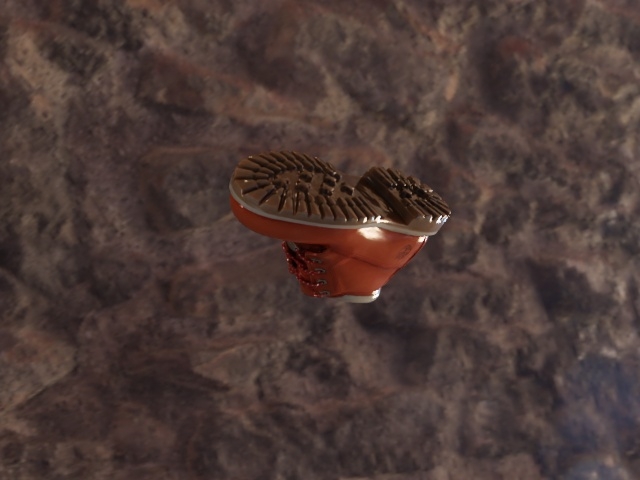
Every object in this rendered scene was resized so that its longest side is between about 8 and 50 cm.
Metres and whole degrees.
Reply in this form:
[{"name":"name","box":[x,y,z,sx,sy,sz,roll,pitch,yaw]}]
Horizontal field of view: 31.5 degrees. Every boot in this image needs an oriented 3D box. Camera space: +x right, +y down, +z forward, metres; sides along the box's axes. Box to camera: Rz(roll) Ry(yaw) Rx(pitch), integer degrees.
[{"name":"boot","box":[0.000,0.000,0.636,0.158,0.085,0.059,9,-145,-47]}]
